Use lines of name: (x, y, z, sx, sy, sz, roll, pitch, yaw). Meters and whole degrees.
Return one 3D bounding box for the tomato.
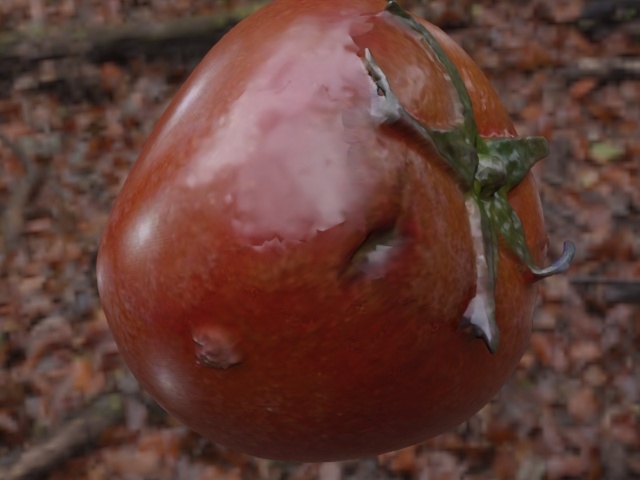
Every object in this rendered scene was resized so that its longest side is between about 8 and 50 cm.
tomato: (0.000, 0.000, 0.522, 0.167, 0.167, 0.167, -4, 23, 2)
